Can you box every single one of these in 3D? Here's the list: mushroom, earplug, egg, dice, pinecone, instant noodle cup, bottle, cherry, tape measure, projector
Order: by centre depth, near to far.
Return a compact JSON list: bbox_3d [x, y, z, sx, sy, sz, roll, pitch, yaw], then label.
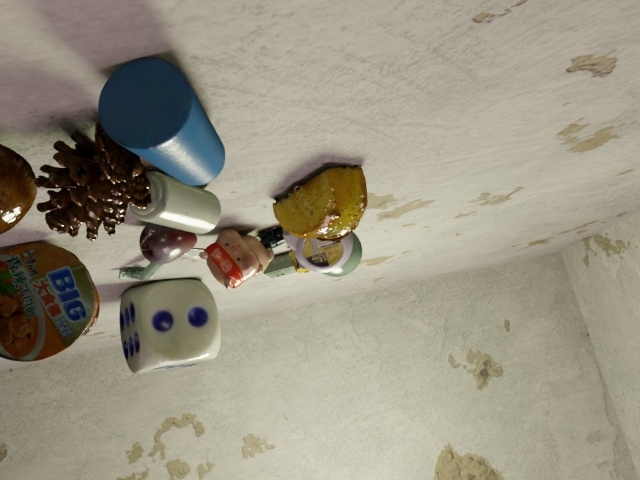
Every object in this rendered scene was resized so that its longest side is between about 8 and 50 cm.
[{"bbox_3d":[-0.574,-0.073,0.860,0.231,0.138,0.194,-22,163,32],"label":"mushroom"},{"bbox_3d":[-0.227,-0.164,0.869,0.132,0.133,0.273,-14,169,2],"label":"earplug"},{"bbox_3d":[-0.373,-0.092,0.897,0.195,0.150,0.179,-53,156,-8],"label":"pinecone"},{"bbox_3d":[-0.315,-0.080,1.133,0.104,0.104,0.245,-18,165,20],"label":"bottle"},{"bbox_3d":[-0.368,-0.010,1.342,0.148,0.115,0.188,17,147,-26],"label":"cherry"},{"bbox_3d":[-0.704,0.160,1.395,0.296,0.297,0.214,-10,173,-11],"label":"instant noodle cup"},{"bbox_3d":[-0.002,0.004,1.582,0.195,0.179,0.105,-14,-156,3],"label":"tape measure"},{"bbox_3d":[0.049,0.033,1.750,0.167,0.168,0.231,-18,165,18],"label":"egg"},{"bbox_3d":[-0.133,0.089,2.015,0.147,0.061,0.115,-15,164,6],"label":"projector"},{"bbox_3d":[-0.561,0.321,2.025,0.304,0.305,0.277,-3,162,-34],"label":"dice"}]

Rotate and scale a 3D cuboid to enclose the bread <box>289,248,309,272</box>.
[{"bbox_3d":[-0.016,0.051,1.895,0.187,0.103,0.065,-9,164,4],"label":"bread"}]

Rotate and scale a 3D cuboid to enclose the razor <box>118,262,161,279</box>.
[{"bbox_3d":[-0.504,0.074,1.641,0.111,0.056,0.277,2,159,-41],"label":"razor"}]

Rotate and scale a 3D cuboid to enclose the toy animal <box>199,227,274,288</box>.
[{"bbox_3d":[-0.246,0.052,1.579,0.171,0.172,0.197,-21,-179,28],"label":"toy animal"}]

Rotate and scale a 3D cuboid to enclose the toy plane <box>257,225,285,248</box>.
[{"bbox_3d":[-0.164,0.005,1.696,0.234,0.060,0.096,-25,175,24],"label":"toy plane"}]

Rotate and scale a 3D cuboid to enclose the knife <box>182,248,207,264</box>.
[{"bbox_3d":[-0.361,0.063,1.766,0.081,0.043,0.336,-24,161,16],"label":"knife"}]

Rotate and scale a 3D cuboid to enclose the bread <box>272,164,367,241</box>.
[{"bbox_3d":[0.009,-0.074,1.365,0.260,0.147,0.160,-26,164,40],"label":"bread"}]
